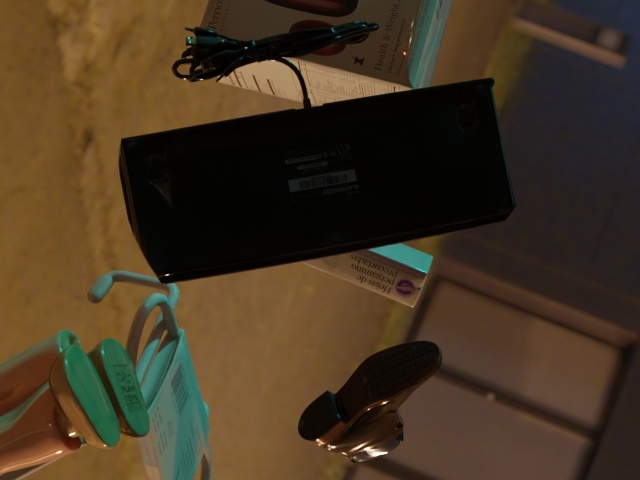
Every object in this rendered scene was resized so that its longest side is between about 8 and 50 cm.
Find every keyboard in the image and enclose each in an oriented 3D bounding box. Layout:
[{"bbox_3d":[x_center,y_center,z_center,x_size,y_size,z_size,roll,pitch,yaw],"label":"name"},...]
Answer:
[{"bbox_3d":[-0.008,-0.086,1.436,0.033,0.317,0.201,162,-82,-79],"label":"keyboard"}]

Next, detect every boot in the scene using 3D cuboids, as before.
[{"bbox_3d":[0.086,0.212,2.303,0.106,0.219,0.082,40,25,-41],"label":"boot"}]

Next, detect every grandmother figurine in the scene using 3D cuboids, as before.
[{"bbox_3d":[-0.295,0.165,1.266,0.208,0.342,0.104,24,46,-72],"label":"grandmother figurine"}]

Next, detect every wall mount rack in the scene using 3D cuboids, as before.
[{"bbox_3d":[-0.216,0.213,1.778,0.350,0.130,0.304,81,25,-46],"label":"wall mount rack"}]

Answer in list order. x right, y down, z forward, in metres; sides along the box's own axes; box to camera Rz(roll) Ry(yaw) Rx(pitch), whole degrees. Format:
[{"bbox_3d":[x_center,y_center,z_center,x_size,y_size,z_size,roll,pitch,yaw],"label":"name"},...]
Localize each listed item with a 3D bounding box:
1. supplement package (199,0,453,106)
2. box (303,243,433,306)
[{"bbox_3d":[0.017,-0.232,1.645,0.149,0.203,0.194,69,36,-77],"label":"supplement package"},{"bbox_3d":[0.000,0.000,2.543,0.067,0.324,0.063,-66,178,-63],"label":"box"}]
